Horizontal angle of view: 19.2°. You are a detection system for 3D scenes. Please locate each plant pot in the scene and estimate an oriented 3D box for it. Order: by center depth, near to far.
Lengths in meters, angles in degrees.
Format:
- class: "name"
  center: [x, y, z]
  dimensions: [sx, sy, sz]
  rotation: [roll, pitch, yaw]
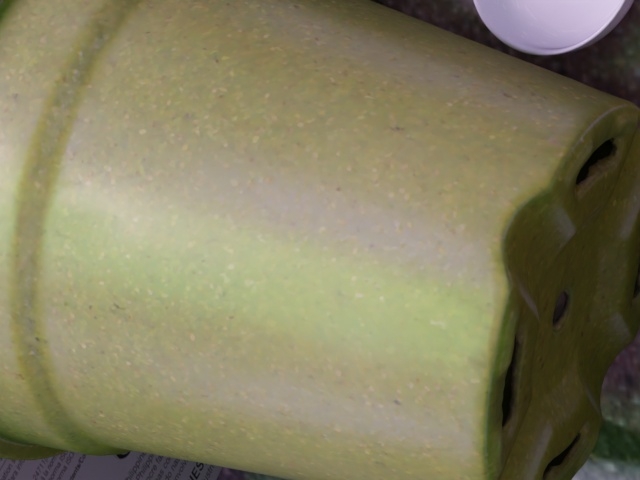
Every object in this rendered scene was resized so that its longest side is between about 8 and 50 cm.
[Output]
- class: "plant pot"
  center: [0.000, 0.000, 0.823]
  dimensions: [0.254, 0.276, 0.276]
  rotation: [17, 115, 26]

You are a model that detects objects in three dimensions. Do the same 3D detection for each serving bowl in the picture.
- class: "serving bowl"
  center: [0.106, -0.120, 0.817]
  dimensions: [0.083, 0.027, 0.083]
  rotation: [-2, 87, 37]

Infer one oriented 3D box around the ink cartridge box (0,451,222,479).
- class: "ink cartridge box"
  center: [-0.231, 0.068, 0.914]
  dimensions: [0.151, 0.270, 0.395]
  rotation: [-5, 133, 33]
